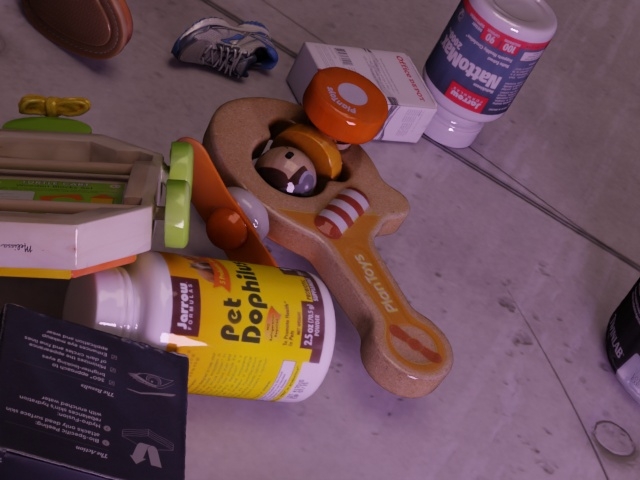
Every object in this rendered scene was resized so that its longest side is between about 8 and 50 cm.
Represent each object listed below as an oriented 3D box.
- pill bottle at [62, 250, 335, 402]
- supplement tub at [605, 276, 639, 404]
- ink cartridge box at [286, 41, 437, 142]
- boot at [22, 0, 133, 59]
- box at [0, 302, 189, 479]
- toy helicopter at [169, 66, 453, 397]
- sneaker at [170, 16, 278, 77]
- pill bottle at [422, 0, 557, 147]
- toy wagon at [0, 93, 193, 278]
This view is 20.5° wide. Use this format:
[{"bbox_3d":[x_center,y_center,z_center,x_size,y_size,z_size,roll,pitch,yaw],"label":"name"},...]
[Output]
[{"bbox_3d":[-0.104,0.072,1.491,0.215,0.117,0.117,8,41,-28],"label":"pill bottle"},{"bbox_3d":[0.435,0.035,1.740,0.193,0.316,0.193,19,37,-15],"label":"supplement tub"},{"bbox_3d":[0.045,-0.161,1.932,0.135,0.056,0.099,3,44,-32],"label":"ink cartridge box"},{"bbox_3d":[-0.238,-0.303,1.889,0.283,0.109,0.220,40,32,26],"label":"boot"},{"bbox_3d":[-0.190,0.150,1.357,0.156,0.093,0.158,18,36,-16],"label":"box"},{"bbox_3d":[0.000,0.000,1.642,0.235,0.140,0.355,-7,53,-39],"label":"toy helicopter"},{"bbox_3d":[-0.097,-0.203,1.892,0.135,0.052,0.058,-10,55,-41],"label":"sneaker"},{"bbox_3d":[0.175,-0.194,1.956,0.108,0.180,0.108,18,37,-15],"label":"pill bottle"},{"bbox_3d":[-0.243,-0.053,1.521,0.267,0.068,0.344,3,18,-3],"label":"toy wagon"}]
